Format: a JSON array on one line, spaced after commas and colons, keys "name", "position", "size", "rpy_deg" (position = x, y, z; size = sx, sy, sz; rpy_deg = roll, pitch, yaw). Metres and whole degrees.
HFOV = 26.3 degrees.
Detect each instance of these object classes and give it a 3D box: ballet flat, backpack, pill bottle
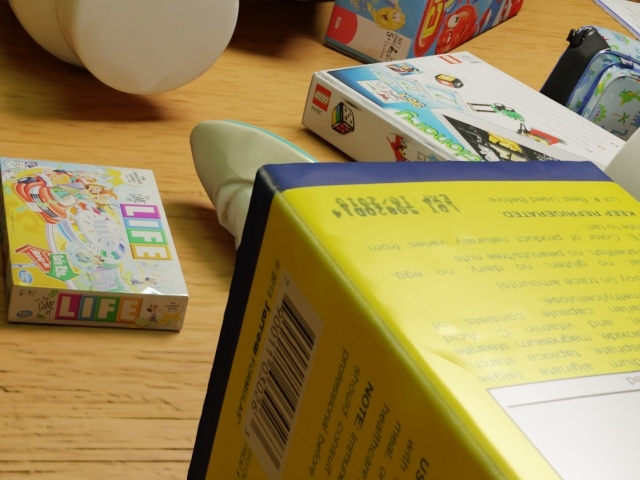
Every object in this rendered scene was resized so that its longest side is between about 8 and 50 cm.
[{"name": "ballet flat", "position": [0.000, 0.000, 0.880], "size": [0.248, 0.086, 0.086], "rpy_deg": [27, 31, 19]}, {"name": "backpack", "position": [0.257, -0.118, 1.177], "size": [0.114, 0.105, 0.084], "rpy_deg": [9, 36, -26]}, {"name": "pill bottle", "position": [-0.186, -0.247, 1.115], "size": [0.176, 0.176, 0.318], "rpy_deg": [-2, 33, -28]}]

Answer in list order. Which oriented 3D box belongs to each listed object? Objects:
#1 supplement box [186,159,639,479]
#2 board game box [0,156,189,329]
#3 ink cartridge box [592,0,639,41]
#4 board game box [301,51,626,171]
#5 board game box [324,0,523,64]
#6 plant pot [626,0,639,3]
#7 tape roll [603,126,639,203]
[{"name": "supplement box", "position": [0.106, 0.134, 0.565], "size": [0.194, 0.195, 0.356], "rpy_deg": [-2, 32, -27]}, {"name": "board game box", "position": [-0.147, -0.001, 0.855], "size": [0.103, 0.026, 0.154], "rpy_deg": [4, 30, -20]}, {"name": "ink cartridge box", "position": [0.452, -0.145, 1.357], "size": [0.307, 0.072, 0.303], "rpy_deg": [0, 33, -22]}, {"name": "board game box", "position": [0.157, -0.057, 1.071], "size": [0.193, 0.053, 0.305], "rpy_deg": [-14, 40, -43]}, {"name": "board game box", "position": [0.148, -0.340, 1.304], "size": [0.086, 0.308, 0.302], "rpy_deg": [28, 32, 18]}, {"name": "plant pot", "position": [0.357, -0.333, 1.608], "size": [0.134, 0.095, 0.134], "rpy_deg": [12, 30, -7]}, {"name": "tape roll", "position": [0.267, 0.037, 0.762], "size": [0.246, 0.246, 0.169], "rpy_deg": [-10, 38, -37]}]
